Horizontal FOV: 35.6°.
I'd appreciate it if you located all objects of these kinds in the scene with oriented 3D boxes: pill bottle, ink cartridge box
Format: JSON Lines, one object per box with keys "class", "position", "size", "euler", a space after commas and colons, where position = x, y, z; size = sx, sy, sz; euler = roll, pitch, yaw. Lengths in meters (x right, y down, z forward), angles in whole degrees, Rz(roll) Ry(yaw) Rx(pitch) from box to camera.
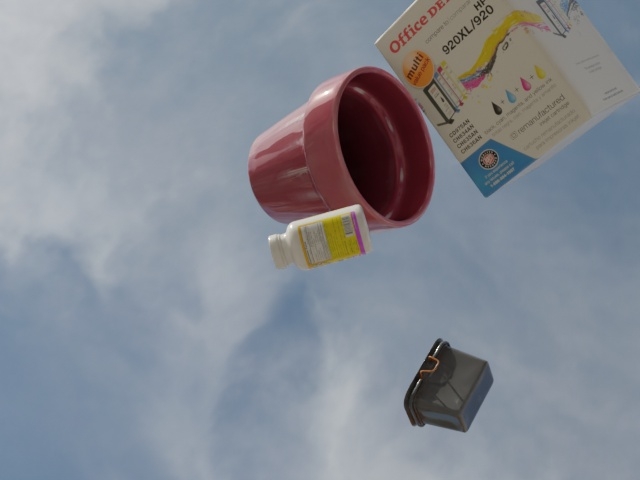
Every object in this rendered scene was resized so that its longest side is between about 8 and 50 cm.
{"class": "pill bottle", "position": [0.000, 0.000, 0.843], "size": [0.083, 0.043, 0.043], "euler": [-15, -76, 4]}
{"class": "ink cartridge box", "position": [0.219, -0.206, 1.176], "size": [0.171, 0.168, 0.233], "euler": [-40, -99, 40]}

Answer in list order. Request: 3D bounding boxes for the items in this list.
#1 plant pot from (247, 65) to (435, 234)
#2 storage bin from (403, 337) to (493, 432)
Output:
{"class": "plant pot", "position": [0.015, -0.098, 1.252], "size": [0.180, 0.201, 0.201], "euler": [-13, -75, 39]}
{"class": "storage bin", "position": [0.201, 0.225, 1.531], "size": [0.091, 0.135, 0.098], "euler": [12, -37, 33]}
